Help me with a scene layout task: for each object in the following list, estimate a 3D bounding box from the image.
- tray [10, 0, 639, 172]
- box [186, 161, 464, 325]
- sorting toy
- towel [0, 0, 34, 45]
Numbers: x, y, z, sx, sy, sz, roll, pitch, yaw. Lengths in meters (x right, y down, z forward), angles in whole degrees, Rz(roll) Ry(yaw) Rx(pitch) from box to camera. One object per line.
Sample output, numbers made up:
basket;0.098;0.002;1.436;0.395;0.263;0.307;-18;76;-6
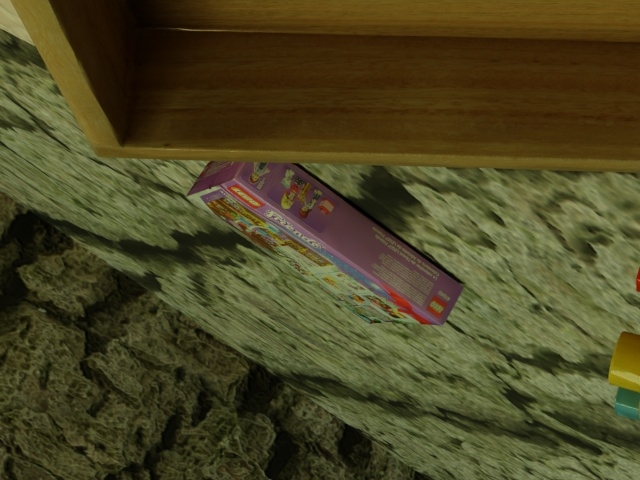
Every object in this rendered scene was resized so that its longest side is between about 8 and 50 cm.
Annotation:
tray;0.110;-0.092;0.371;0.411;0.076;0.203;2;163;1
box;0.000;0.000;1.253;0.293;0.057;0.201;35;165;-17
sorting toy;0.236;0.067;0.746;0.047;0.195;0.347;10;158;22
towel;-0.276;-0.260;0.949;0.317;0.053;0.332;28;165;8
